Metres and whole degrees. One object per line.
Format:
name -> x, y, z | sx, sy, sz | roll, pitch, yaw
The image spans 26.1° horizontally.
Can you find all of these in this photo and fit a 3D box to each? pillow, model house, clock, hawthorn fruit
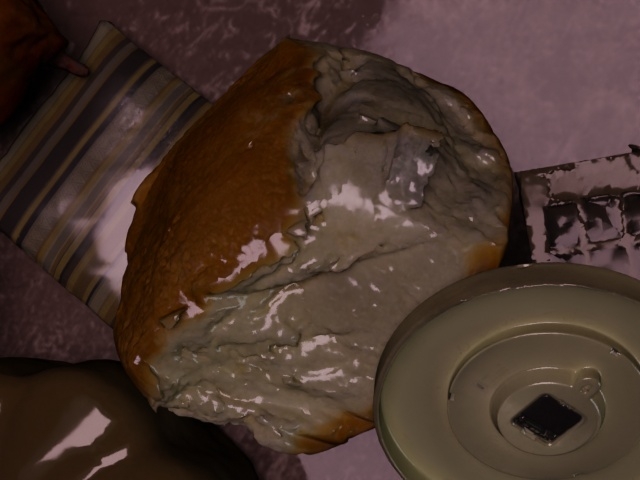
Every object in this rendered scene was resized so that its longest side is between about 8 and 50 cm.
pillow -> -0.170, -0.050, 1.187 | 0.212, 0.052, 0.208 | 38, 91, 10
model house -> 0.281, 0.025, 1.008 | 0.243, 0.211, 0.204 | -9, 85, 11
clock -> 0.153, 0.115, 0.935 | 0.235, 0.029, 0.235 | 3, 126, 4
hawthorn fruit -> -0.320, -0.166, 1.160 | 0.248, 0.208, 0.208 | 2, 86, -2

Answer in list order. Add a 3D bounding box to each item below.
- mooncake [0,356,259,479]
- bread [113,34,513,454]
mooncake -> -0.229, 0.269, 1.099 | 0.378, 0.201, 0.378 | -1, 85, 11
bread -> 0.000, 0.000, 1.025 | 0.225, 0.250, 0.279 | 29, 116, -23
